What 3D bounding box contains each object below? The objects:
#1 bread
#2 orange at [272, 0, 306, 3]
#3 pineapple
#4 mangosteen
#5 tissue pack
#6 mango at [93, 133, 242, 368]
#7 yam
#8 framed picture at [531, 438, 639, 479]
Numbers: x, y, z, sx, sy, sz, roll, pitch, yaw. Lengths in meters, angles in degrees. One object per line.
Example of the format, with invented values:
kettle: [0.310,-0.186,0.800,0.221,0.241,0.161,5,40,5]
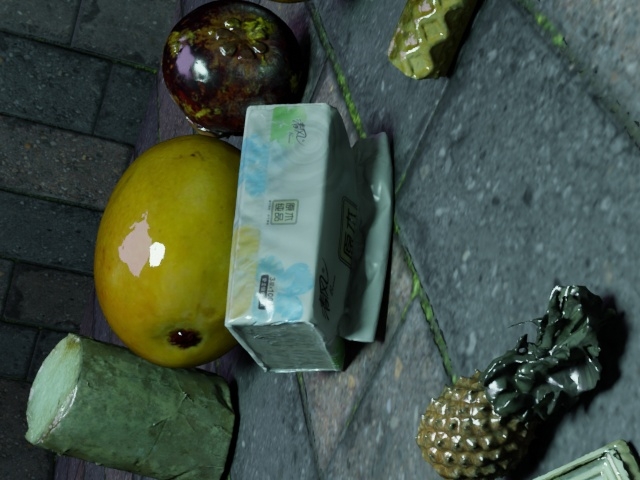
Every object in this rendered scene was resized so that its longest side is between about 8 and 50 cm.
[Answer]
bread: [0.104,-0.203,0.892,0.066,0.060,0.110,-51,-17,-64]
orange: [-0.004,-0.392,1.174,0.179,0.159,0.237,160,117,-75]
pineapple: [0.125,0.092,0.628,0.159,0.074,0.074,-54,28,35]
mangosteen: [-0.125,-0.225,1.388,0.217,0.192,0.192,116,160,-62]
tissue pack: [0.000,0.000,0.981,0.159,0.145,0.229,65,-152,-63]
mango: [-0.177,-0.002,1.333,0.445,0.232,0.300,-116,36,-71]
yam: [-0.238,0.227,1.317,0.161,0.268,0.161,-48,31,41]
framed picture: [0.058,0.239,0.498,0.293,0.018,0.231,-29,32,11]
